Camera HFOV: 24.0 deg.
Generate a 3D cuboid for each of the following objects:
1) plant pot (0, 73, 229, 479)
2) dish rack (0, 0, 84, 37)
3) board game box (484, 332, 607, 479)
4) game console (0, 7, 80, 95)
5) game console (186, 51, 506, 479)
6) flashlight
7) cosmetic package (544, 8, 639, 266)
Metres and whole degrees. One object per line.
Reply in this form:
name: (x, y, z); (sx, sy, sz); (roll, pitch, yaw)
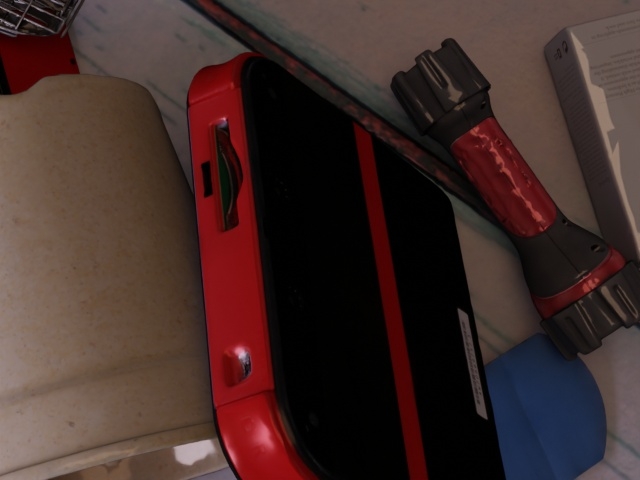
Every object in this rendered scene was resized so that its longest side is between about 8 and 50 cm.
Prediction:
plant pot: (-0.205, 0.048, 1.191); (0.334, 0.334, 0.305); (-14, 78, -9)
dish rack: (-0.264, -0.314, 1.365); (0.208, 0.074, 0.271); (26, 74, -1)
board game box: (0.180, 0.165, 1.356); (0.169, 0.033, 0.133); (-28, 95, -29)
game console: (-0.289, -0.130, 1.366); (0.124, 0.085, 0.144); (-20, 81, 21)
game console: (0.029, 0.061, 1.188); (0.060, 0.342, 0.386); (-25, 54, 26)
flashlight: (0.177, -0.041, 1.353); (0.103, 0.103, 0.304); (-32, 86, -46)
cosmetic package: (0.302, -0.095, 1.399); (0.117, 0.085, 0.231); (-14, 84, -9)
